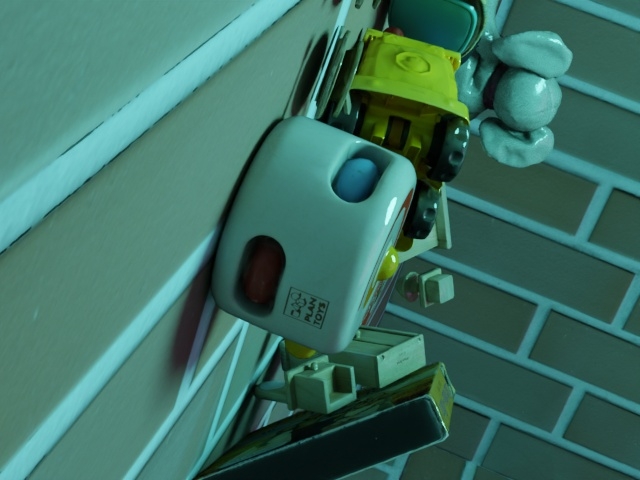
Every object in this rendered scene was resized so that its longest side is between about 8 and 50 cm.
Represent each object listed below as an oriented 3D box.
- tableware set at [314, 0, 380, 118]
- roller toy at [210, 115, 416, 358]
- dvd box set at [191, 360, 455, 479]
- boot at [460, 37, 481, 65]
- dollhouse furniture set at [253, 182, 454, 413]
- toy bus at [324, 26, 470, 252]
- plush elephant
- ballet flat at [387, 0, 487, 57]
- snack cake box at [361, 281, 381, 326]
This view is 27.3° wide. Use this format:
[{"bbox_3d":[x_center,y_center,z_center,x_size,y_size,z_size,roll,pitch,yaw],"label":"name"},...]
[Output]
[{"bbox_3d":[0.043,-0.201,1.225,0.128,0.039,0.194,-90,-160,-76],"label":"tableware set"},{"bbox_3d":[0.000,0.000,1.182,0.191,0.146,0.209,61,52,-81],"label":"roller toy"},{"bbox_3d":[0.020,0.249,1.692,0.420,0.307,0.062,-1,70,-82],"label":"dvd box set"},{"bbox_3d":[0.210,-0.373,1.852,0.246,0.094,0.207,-58,167,-21],"label":"boot"},{"bbox_3d":[0.017,0.010,1.770,0.303,0.173,0.356,-22,110,-46],"label":"dollhouse furniture set"},{"bbox_3d":[0.073,-0.129,1.474,0.211,0.149,0.220,-84,-171,-46],"label":"toy bus"},{"bbox_3d":[0.301,-0.280,2.200,0.330,0.255,0.272,-60,170,-48],"label":"plush elephant"},{"bbox_3d":[0.142,-0.307,1.440,0.348,0.123,0.123,84,29,-70],"label":"ballet flat"},{"bbox_3d":[0.065,0.038,2.082,0.264,0.089,0.152,-61,172,-46],"label":"snack cake box"}]
